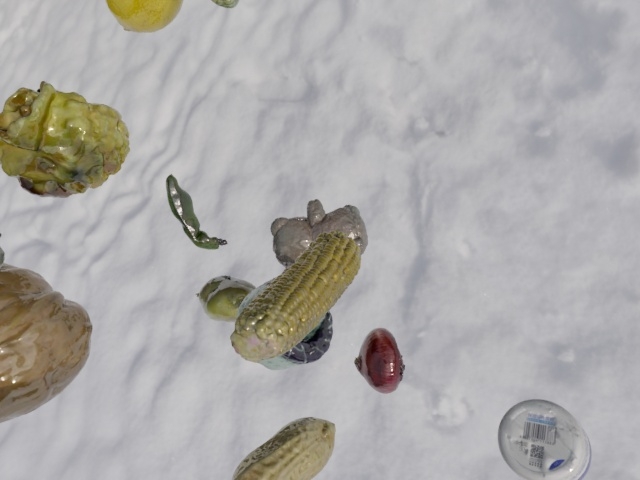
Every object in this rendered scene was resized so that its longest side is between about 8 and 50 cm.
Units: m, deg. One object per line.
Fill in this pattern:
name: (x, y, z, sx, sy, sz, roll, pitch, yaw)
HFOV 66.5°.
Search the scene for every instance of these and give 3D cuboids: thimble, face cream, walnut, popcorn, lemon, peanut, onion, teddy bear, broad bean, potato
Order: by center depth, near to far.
popcorn: (-0.435, -0.171, 0.815, 0.218, 0.189, 0.169, -27, 54, 19)
walnut: (-0.596, 0.188, 0.896, 0.285, 0.296, 0.285, -44, 7, 7)
broad bean: (-0.287, -0.051, 1.070, 0.061, 0.195, 0.046, -40, 16, -10)
lemon: (-0.411, -0.579, 1.134, 0.203, 0.178, 0.178, -53, 48, 23)
peanut: (-0.083, 0.534, 1.173, 0.152, 0.313, 0.152, 22, 126, 34)
thimble: (-0.089, 0.203, 1.194, 0.150, 0.237, 0.237, -30, 55, 35)
face cream: (0.556, 0.507, 1.222, 0.206, 0.111, 0.205, -21, 49, 26)
teddy bear: (0.001, 0.000, 1.373, 0.267, 0.235, 0.151, -13, 19, 16)
potato: (-0.281, 0.180, 1.519, 0.248, 0.169, 0.143, 1, 116, 59)
onion: (0.222, 0.445, 1.800, 0.161, 0.248, 0.248, -20, 47, -21)

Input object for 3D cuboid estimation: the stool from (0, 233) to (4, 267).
stool: (-0.471, 0.049, 0.583, 0.217, 0.121, 0.125, -29, 55, -9)

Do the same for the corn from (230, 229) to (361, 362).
corn: (-0.018, 0.062, 0.620, 0.087, 0.288, 0.086, 8, 112, 21)

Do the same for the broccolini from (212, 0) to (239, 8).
broccolini: (0.022, -0.281, 0.340, 0.392, 0.079, 0.074, -28, 32, 49)
